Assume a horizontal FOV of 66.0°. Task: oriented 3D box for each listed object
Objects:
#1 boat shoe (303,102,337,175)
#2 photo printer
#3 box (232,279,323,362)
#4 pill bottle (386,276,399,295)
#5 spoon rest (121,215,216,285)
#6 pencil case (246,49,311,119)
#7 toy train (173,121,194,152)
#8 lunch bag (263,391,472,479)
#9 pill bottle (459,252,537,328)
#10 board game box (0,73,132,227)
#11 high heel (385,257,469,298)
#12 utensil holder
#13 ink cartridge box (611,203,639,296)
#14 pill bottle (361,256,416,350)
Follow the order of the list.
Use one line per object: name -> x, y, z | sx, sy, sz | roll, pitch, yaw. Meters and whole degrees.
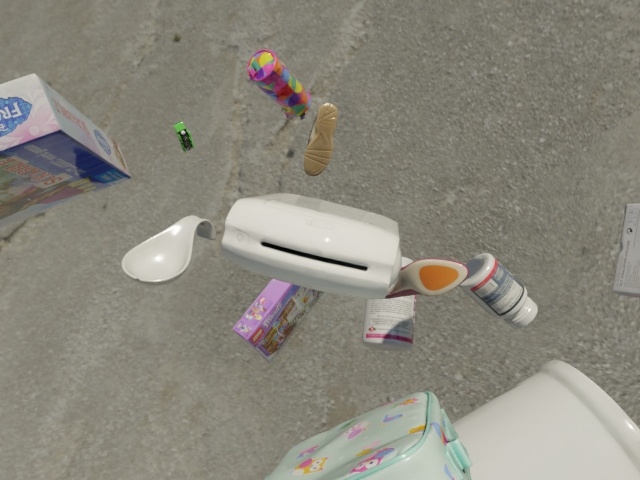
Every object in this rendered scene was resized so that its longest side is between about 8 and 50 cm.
boat shoe -> 0.001, -0.395, 1.935 | 0.103, 0.092, 0.285 | 11, 105, -5
photo printer -> 0.000, 0.000, 0.768 | 0.256, 0.307, 0.107 | 14, 99, 6
box -> -0.094, 0.173, 1.340 | 0.057, 0.201, 0.293 | 29, 70, 27
pill bottle -> 0.095, 0.057, 0.995 | 0.120, 0.067, 0.067 | 29, 93, 24
spoon rest -> -0.327, 0.014, 1.106 | 0.137, 0.276, 0.084 | 16, 120, 13
pencil case -> -0.113, -0.434, 1.393 | 0.104, 0.236, 0.104 | -8, 71, 23
toy train -> -0.182, -0.137, 0.657 | 0.017, 0.083, 0.023 | -30, 93, -11
lunch bag -> 0.055, 0.260, 0.525 | 0.224, 0.279, 0.107 | -26, 81, 10
pill bottle -> 0.429, 0.125, 1.185 | 0.180, 0.108, 0.108 | 41, 104, -10
board game box -> -0.429, -0.070, 0.603 | 0.318, 0.319, 0.065 | -23, 92, -8
high heel -> 0.219, 0.085, 1.077 | 0.244, 0.117, 0.082 | -24, 81, 35
utensil holder -> 0.348, 0.447, 0.862 | 0.385, 0.327, 0.327 | -29, 60, -2
ink cartridge box -> 0.683, 0.023, 0.862 | 0.311, 0.065, 0.185 | -179, 101, -69
pill bottle -> 0.224, 0.201, 1.571 | 0.160, 0.160, 0.283 | -4, 69, 32
